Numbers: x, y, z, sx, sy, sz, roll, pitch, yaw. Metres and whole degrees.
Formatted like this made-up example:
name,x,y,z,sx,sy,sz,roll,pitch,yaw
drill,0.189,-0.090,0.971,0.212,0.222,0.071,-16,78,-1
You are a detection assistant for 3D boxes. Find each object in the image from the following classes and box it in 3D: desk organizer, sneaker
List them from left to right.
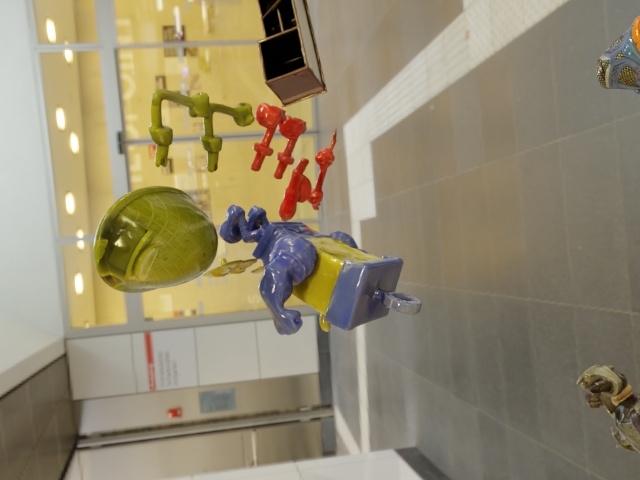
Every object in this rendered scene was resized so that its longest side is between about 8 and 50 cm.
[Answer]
name,x,y,z,sx,sy,sz,roll,pitch,yaw
desk organizer,-0.035,-0.199,0.627,0.050,0.047,0.130,34,-138,-68
sneaker,0.365,-0.186,0.689,0.087,0.221,0.083,-28,66,53

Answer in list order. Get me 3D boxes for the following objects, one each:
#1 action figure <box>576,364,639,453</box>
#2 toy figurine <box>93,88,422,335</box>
name,x,y,z,sx,sy,sz,roll,pitch,yaw
action figure,0.391,0.207,0.770,0.185,0.099,0.285,40,163,19
toy figurine,0.000,0.000,0.630,0.191,0.217,0.362,-65,-22,11
